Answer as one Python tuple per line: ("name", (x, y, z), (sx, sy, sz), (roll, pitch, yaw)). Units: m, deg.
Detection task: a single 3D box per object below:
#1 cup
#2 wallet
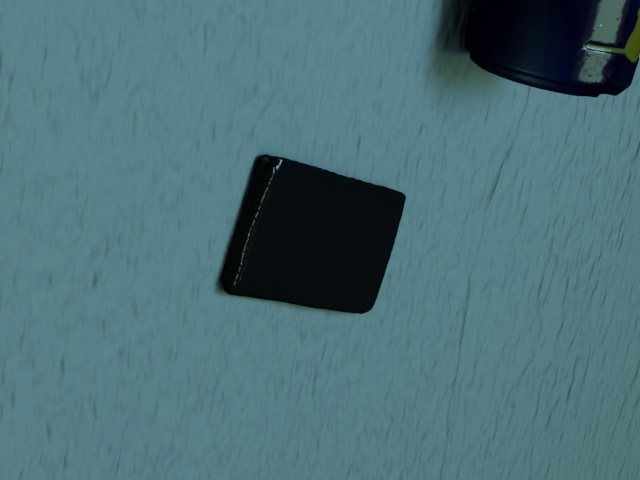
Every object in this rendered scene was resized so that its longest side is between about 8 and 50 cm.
("cup", (0.273, -0.271, 1.862), (0.255, 0.178, 0.256), (3, 108, -30))
("wallet", (0.001, 0.000, 1.757), (0.244, 0.025, 0.124), (13, 96, -59))
